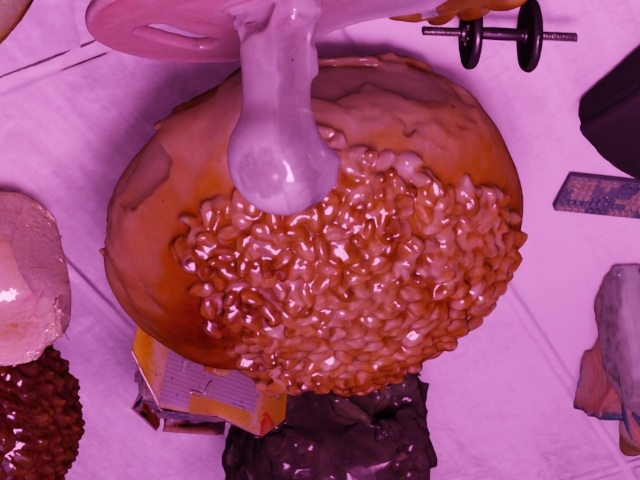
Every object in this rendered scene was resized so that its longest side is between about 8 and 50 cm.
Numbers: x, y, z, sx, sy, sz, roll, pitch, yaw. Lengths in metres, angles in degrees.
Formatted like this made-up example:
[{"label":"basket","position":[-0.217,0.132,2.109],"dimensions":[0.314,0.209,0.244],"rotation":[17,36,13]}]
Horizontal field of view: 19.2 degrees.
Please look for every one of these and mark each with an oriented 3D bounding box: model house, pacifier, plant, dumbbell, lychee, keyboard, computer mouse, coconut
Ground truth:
[{"label":"model house","position":[0.420,0.200,2.178],"dimensions":[0.267,0.194,0.325],"rotation":[5,144,-14]},{"label":"pacifier","position":[-0.036,-0.175,1.527],"dimensions":[0.332,0.220,0.273],"rotation":[-13,112,36]},{"label":"plant","position":[0.028,0.195,2.097],"dimensions":[0.213,0.215,0.312],"rotation":[16,134,-20]},{"label":"dumbbell","position":[0.165,-0.190,1.737],"dimensions":[0.147,0.069,0.069],"rotation":[1,142,-9]},{"label":"lychee","position":[-0.366,0.197,2.043],"dimensions":[0.271,0.271,0.271],"rotation":[-3,142,-3]},{"label":"keyboard","position":[0.336,-0.043,1.992],"dimensions":[0.176,0.014,0.055],"rotation":[5,138,-15]},{"label":"model house","position":[-0.142,0.096,1.997],"dimensions":[0.207,0.219,0.136],"rotation":[19,157,-35]},{"label":"computer mouse","position":[0.385,-0.143,1.802],"dimensions":[0.170,0.100,0.269],"rotation":[22,134,-28]},{"label":"coconut","position":[-0.350,0.036,1.879],"dimensions":[0.194,0.194,0.194],"rotation":[-3,142,-3]}]

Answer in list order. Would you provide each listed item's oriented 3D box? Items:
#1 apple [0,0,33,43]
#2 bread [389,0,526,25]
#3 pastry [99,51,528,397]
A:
[{"label":"apple","position":[-0.403,-0.211,1.487],"dimensions":[0.346,0.254,0.179],"rotation":[12,139,-15]},{"label":"bread","position":[0.115,-0.258,1.620],"dimensions":[0.213,0.104,0.213],"rotation":[-5,144,-4]},{"label":"pastry","position":[0.000,0.000,1.794],"dimensions":[0.410,0.245,0.409],"rotation":[-11,142,-9]}]
